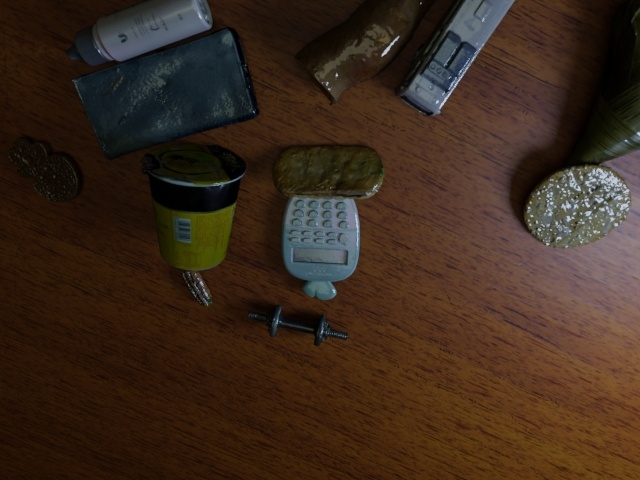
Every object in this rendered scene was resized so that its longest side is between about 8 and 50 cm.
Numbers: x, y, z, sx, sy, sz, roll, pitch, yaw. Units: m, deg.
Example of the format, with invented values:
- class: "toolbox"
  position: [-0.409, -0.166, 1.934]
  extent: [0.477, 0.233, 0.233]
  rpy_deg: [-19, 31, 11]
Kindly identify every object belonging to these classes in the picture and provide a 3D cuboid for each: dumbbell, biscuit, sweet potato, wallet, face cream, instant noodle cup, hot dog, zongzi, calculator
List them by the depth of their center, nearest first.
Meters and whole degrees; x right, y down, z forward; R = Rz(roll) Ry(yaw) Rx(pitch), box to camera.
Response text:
- class: "sweet potato"
  position: [0.115, -0.399, 0.937]
  extent: [0.336, 0.131, 0.131]
  rpy_deg: [-31, 105, 17]
- class: "zongzi"
  position: [0.561, -0.284, 0.947]
  extent: [0.299, 0.138, 0.286]
  rpy_deg: [-26, 100, 32]
- class: "face cream"
  position: [-0.376, -0.423, 0.991]
  extent: [0.311, 0.092, 0.092]
  rpy_deg: [-15, 109, 12]
- class: "biscuit"
  position: [0.545, -0.068, 1.045]
  extent: [0.219, 0.033, 0.220]
  rpy_deg: [4, 130, 5]
- class: "wallet"
  position: [-0.328, -0.309, 1.055]
  extent: [0.378, 0.046, 0.191]
  rpy_deg: [-13, 109, 11]
- class: "instant noodle cup"
  position: [-0.275, -0.069, 1.070]
  extent: [0.215, 0.216, 0.236]
  rpy_deg: [11, 119, 1]
- class: "biscuit"
  position: [0.016, -0.149, 1.075]
  extent: [0.246, 0.029, 0.119]
  rpy_deg: [2, 80, 5]
- class: "calculator"
  position: [0.000, 0.000, 1.147]
  extent: [0.183, 0.042, 0.296]
  rpy_deg: [3, 109, 4]
- class: "biscuit"
  position: [-0.641, -0.167, 1.150]
  extent: [0.175, 0.026, 0.124]
  rpy_deg: [42, 108, -11]
- class: "dumbbell"
  position: [-0.056, 0.211, 1.213]
  extent: [0.253, 0.082, 0.082]
  rpy_deg: [13, 112, 0]
- class: "hot dog"
  position: [-0.309, 0.114, 1.223]
  extent: [0.049, 0.037, 0.122]
  rpy_deg: [-23, 106, 17]

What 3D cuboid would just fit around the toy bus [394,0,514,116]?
- class: "toy bus"
  position: [0.272, -0.396, 0.913]
  extent: [0.097, 0.138, 0.343]
  rpy_deg: [31, 109, -9]
